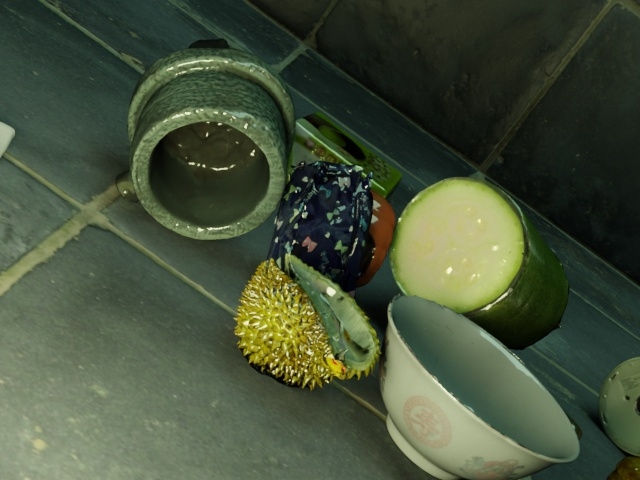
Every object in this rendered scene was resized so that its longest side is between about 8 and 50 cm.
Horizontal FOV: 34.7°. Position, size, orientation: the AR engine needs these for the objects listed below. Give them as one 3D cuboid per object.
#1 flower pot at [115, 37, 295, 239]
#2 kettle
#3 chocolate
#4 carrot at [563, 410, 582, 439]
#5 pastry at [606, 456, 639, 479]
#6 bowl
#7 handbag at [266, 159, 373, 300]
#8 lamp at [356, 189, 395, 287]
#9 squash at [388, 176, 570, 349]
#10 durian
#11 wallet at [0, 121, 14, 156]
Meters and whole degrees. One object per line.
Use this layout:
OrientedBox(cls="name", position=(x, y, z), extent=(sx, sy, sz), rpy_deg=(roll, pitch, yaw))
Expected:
OrientedBox(cls="flower pot", position=(-0.182, -0.157, 1.672), extent=(0.299, 0.299, 0.283), rpy_deg=(29, 29, -23))
OrientedBox(cls="kettle", position=(0.767, 0.383, 2.182), extent=(0.318, 0.205, 0.265), rpy_deg=(18, 23, -52))
OrientedBox(cls="chocolate", position=(0.031, -0.149, 2.238), extent=(0.289, 0.137, 0.301), rpy_deg=(37, 18, 2))
OrientedBox(cls="carrot", position=(0.335, 0.263, 1.887), extent=(0.342, 0.070, 0.070), rpy_deg=(37, 17, 9))
OrientedBox(cls="pastry", position=(0.566, 0.459, 1.757), extent=(0.188, 0.103, 0.189), rpy_deg=(32, 18, -12))
OrientedBox(cls="bowl", position=(0.198, 0.248, 1.503), extent=(0.345, 0.157, 0.345), rpy_deg=(32, 19, -12))
OrientedBox(cls="handbag", position=(0.000, 0.000, 1.659), extent=(0.162, 0.260, 0.113), rpy_deg=(15, -8, -31))
OrientedBox(cls="lamp", position=(0.039, -0.011, 1.818), extent=(0.164, 0.188, 0.187), rpy_deg=(23, 20, -11))
OrientedBox(cls="squash", position=(0.309, 0.062, 1.931), extent=(0.263, 0.263, 0.384), rpy_deg=(46, 6, 27))
OrientedBox(cls="durian", position=(-0.025, 0.138, 1.397), extent=(0.193, 0.138, 0.237), rpy_deg=(32, 15, -24))
OrientedBox(cls="wallet", position=(-0.473, -0.143, 1.448), extent=(0.061, 0.025, 0.122), rpy_deg=(33, 18, -18))
